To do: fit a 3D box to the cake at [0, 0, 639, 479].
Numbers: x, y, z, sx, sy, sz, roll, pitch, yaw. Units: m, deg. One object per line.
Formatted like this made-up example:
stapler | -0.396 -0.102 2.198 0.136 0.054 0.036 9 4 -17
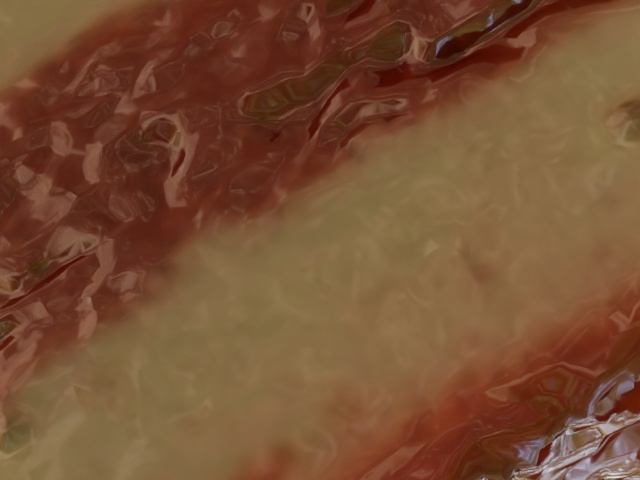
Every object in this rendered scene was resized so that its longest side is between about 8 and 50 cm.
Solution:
cake | 0.000 0.000 0.655 0.269 0.319 0.270 -33 149 2
